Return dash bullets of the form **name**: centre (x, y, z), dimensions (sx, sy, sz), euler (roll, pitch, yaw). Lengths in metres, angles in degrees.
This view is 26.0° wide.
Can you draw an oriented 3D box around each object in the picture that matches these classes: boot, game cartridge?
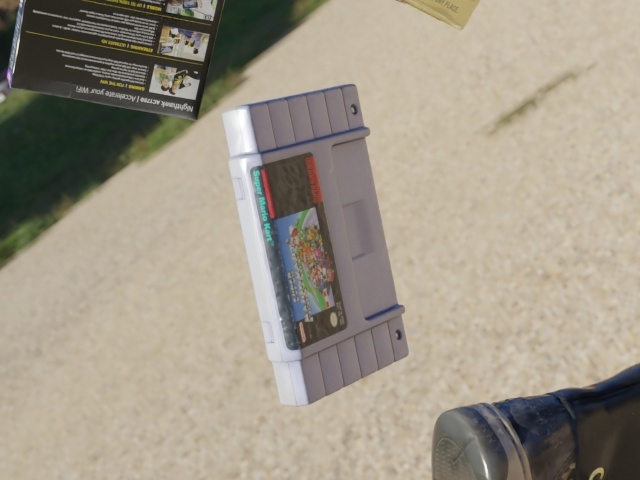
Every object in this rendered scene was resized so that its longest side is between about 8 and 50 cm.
- **boot**: centre (0.238, 0.236, 1.155), dimensions (0.284, 0.377, 0.138), euler (-20, 40, -15)
- **game cartridge**: centre (0.000, 0.000, 1.666), dimensions (0.068, 0.355, 0.230), euler (-7, 8, 33)

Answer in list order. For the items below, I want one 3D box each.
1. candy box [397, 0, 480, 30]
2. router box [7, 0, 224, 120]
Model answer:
- **candy box**: centre (0.089, -0.311, 0.853), dimensions (0.183, 0.087, 0.316), euler (42, 108, 43)
- **router box**: centre (-0.187, -0.192, 1.274), dimensions (0.046, 0.179, 0.133), euler (-125, 46, -65)
